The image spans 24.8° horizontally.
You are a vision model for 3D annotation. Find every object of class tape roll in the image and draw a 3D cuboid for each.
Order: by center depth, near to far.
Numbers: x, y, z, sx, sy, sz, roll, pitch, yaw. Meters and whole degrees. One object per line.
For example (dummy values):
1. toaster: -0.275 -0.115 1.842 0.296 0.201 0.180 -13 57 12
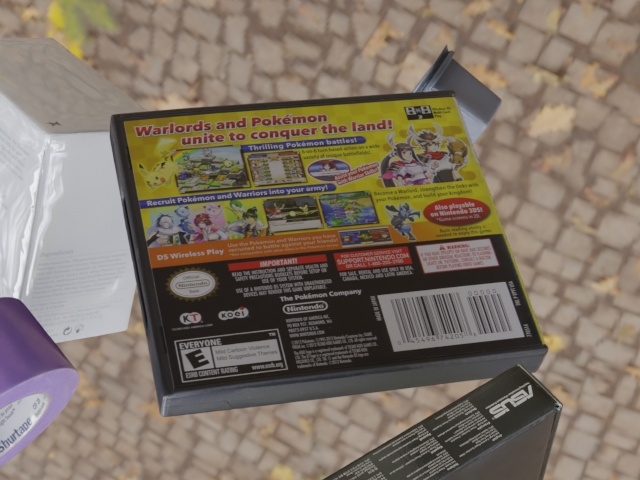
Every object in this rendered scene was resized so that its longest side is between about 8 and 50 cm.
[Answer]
1. tape roll: -0.296 0.137 1.189 0.080 0.189 0.189 48 139 13

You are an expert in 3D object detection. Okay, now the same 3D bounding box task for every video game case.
1. video game case: 0.000 0.000 1.062 0.275 0.248 0.035 -5 145 -14

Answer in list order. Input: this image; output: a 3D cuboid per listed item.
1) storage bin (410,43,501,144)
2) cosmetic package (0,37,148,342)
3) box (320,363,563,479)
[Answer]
1. storage bin: 0.135 -0.135 1.639 0.091 0.098 0.135 35 138 -1
2. cosmetic package: -0.277 -0.053 1.403 0.224 0.138 0.224 38 124 40
3. box: 0.049 0.181 0.866 0.045 0.191 0.184 48 151 30
